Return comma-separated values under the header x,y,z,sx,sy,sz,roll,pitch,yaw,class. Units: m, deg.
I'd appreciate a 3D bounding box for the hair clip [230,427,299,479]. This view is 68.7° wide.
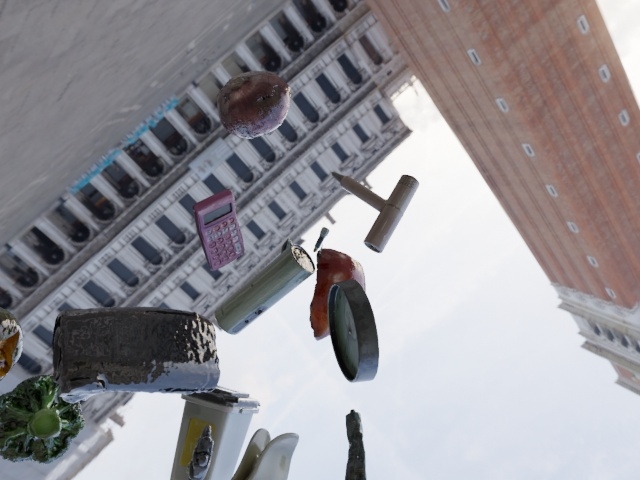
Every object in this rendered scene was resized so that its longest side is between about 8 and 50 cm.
x,y,z,sx,sy,sz,roll,pitch,yaw,class
-0.163,0.616,1.215,0.113,0.172,0.282,12,-117,39,hair clip

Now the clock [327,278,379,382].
x,y,z,sx,sy,sz,roll,pitch,yaw,class
0.095,0.282,1.458,0.066,0.319,0.319,-8,-163,-15,clock

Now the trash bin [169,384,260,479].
x,y,z,sx,sy,sz,roll,pitch,yaw,class
-0.407,0.760,1.810,0.255,0.296,0.368,6,-106,21,trash bin

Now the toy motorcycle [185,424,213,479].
x,y,z,sx,sy,sz,roll,pitch,yaw,class
-0.348,0.640,1.351,0.124,0.061,0.194,151,-44,-69,toy motorcycle

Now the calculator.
x,y,z,sx,sy,sz,roll,pitch,yaw,class
-0.262,-0.026,1.211,0.034,0.191,0.126,12,-148,36,calculator

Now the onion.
x,y,z,sx,sy,sz,roll,pitch,yaw,class
-0.211,-0.428,1.514,0.251,0.219,0.252,-11,-123,17,onion

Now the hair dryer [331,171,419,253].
x,y,z,sx,sy,sz,roll,pitch,yaw,class
0.096,-0.094,1.127,0.220,0.054,0.195,24,-105,24,hair dryer

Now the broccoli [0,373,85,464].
x,y,z,sx,sy,sz,roll,pitch,yaw,class
-0.945,0.595,1.572,0.297,0.297,0.298,-31,-158,48,broccoli

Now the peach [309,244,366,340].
x,y,z,sx,sy,sz,roll,pitch,yaw,class
0.073,0.210,1.797,0.201,0.258,0.362,5,-109,6,peach

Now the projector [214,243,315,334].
x,y,z,sx,sy,sz,roll,pitch,yaw,class
-0.168,0.148,1.388,0.337,0.108,0.108,-40,-159,20,projector

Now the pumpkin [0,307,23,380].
x,y,z,sx,sy,sz,roll,pitch,yaw,class
-0.863,0.270,1.148,0.238,0.159,0.238,-55,161,-29,pumpkin

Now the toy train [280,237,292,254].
x,y,z,sx,sy,sz,roll,pitch,yaw,class
-0.138,0.086,1.771,0.043,0.047,0.208,-39,-147,52,toy train

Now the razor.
x,y,z,sx,sy,sz,roll,pitch,yaw,class
-0.360,0.224,0.950,0.107,0.326,0.189,-40,-126,33,razor

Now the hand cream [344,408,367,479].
x,y,z,sx,sy,sz,roll,pitch,yaw,class
0.099,0.625,1.406,0.075,0.052,0.248,-31,-147,28,hand cream

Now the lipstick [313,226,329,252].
x,y,z,sx,sy,sz,roll,pitch,yaw,class
0.000,0.000,1.953,0.037,0.037,0.116,-101,-146,-65,lipstick
